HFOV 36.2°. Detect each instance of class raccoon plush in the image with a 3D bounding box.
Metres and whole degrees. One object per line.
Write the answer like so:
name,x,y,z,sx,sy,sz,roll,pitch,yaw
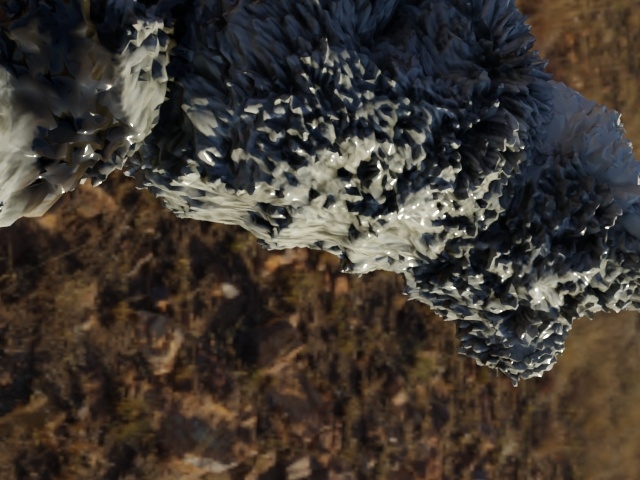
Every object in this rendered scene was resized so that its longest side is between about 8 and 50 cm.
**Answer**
raccoon plush,0.000,0.000,0.522,0.446,0.216,0.299,-32,90,-29
